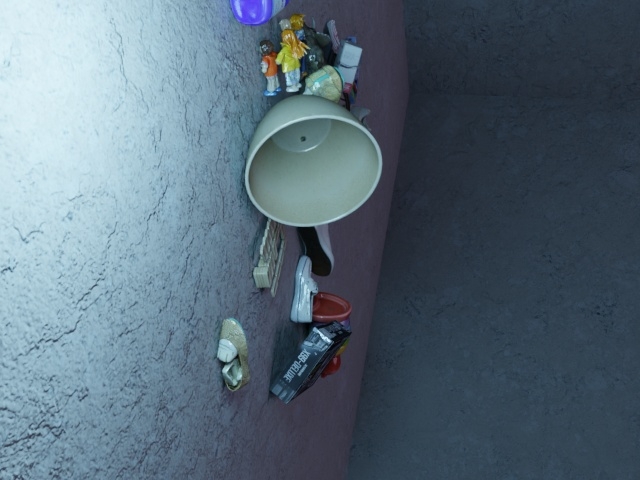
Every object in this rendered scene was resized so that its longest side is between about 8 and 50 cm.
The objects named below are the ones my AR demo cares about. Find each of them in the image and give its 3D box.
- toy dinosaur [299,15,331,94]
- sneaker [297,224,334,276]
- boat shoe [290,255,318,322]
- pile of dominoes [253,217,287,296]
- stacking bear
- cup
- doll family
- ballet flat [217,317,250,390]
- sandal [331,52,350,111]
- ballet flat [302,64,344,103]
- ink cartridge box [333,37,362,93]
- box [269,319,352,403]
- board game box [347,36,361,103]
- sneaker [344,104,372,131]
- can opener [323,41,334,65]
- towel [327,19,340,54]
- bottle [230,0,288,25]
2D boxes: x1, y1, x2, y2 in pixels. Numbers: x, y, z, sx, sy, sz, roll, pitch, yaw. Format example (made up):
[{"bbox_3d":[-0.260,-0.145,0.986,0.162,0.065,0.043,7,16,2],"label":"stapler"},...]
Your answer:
[{"bbox_3d":[-0.019,-0.490,1.786,0.160,0.121,0.313,-42,133,-51],"label":"toy dinosaur"},{"bbox_3d":[0.000,0.000,2.058,0.290,0.106,0.123,78,24,-45],"label":"sneaker"},{"bbox_3d":[-0.043,0.164,2.013,0.083,0.076,0.226,37,59,-74],"label":"boat shoe"},{"bbox_3d":[-0.144,0.017,1.690,0.251,0.040,0.196,-82,168,-47],"label":"pile of dominoes"},{"bbox_3d":[0.025,0.362,2.215,0.175,0.164,0.288,-56,153,-62],"label":"stacking bear"},{"bbox_3d":[-0.036,-0.233,1.521,0.237,0.331,0.331,-106,-175,-45],"label":"cup"},{"bbox_3d":[-0.071,-0.495,1.571,0.263,0.119,0.163,-68,159,-50],"label":"doll family"},{"bbox_3d":[-0.208,0.279,1.430,0.067,0.073,0.206,-47,138,-45],"label":"ballet flat"},{"bbox_3d":[0.064,-0.573,2.212,0.090,0.060,0.219,-89,160,-53],"label":"sandal"},{"bbox_3d":[-0.012,-0.357,1.714,0.348,0.123,0.123,103,-1,-67],"label":"ballet flat"},{"bbox_3d":[0.082,-0.574,1.983,0.109,0.063,0.150,-101,-155,-62],"label":"ink cartridge box"},{"bbox_3d":[-0.024,0.382,1.951,0.242,0.077,0.307,-54,167,5],"label":"box"},{"bbox_3d":[0.125,-0.685,2.441,0.160,0.039,0.211,47,49,-71],"label":"board game box"},{"bbox_3d":[0.146,-0.417,2.453,0.099,0.121,0.262,-35,129,-71],"label":"sneaker"},{"bbox_3d":[0.018,-0.536,1.956,0.076,0.095,0.283,74,25,-56],"label":"can opener"},{"bbox_3d":[0.073,-0.656,2.120,0.197,0.029,0.144,58,17,-56],"label":"towel"},{"bbox_3d":[-0.120,-0.586,1.396,0.282,0.092,0.118,-65,155,-53],"label":"bottle"}]
